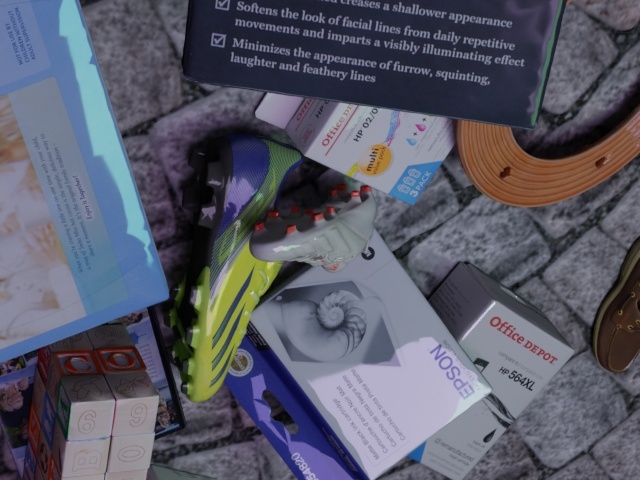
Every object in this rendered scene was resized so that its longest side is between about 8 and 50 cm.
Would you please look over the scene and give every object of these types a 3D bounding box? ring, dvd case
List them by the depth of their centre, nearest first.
[{"bbox_3d":[0.269,-0.178,1.545,0.336,0.032,0.337,-24,138,-24],"label":"ring"},{"bbox_3d":[-0.244,0.123,1.545,0.180,0.022,0.253,-20,126,-13],"label":"dvd case"}]

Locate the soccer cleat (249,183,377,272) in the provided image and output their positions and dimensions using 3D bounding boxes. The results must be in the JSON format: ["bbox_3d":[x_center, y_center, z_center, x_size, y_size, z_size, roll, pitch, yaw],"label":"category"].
[{"bbox_3d":[0.000,0.000,1.474,0.196,0.068,0.076,-25,116,-56],"label":"soccer cleat"}]

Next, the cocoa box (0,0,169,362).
[{"bbox_3d":[-0.293,-0.099,1.251,0.231,0.228,0.347,-21,126,-11],"label":"cocoa box"}]

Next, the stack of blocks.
[{"bbox_3d":[-0.228,0.252,1.511,0.087,0.171,0.297,-2,120,-25],"label":"stack of blocks"}]

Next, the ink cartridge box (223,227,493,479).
[{"bbox_3d":[0.025,0.132,1.595,0.224,0.045,0.223,-37,97,1],"label":"ink cartridge box"}]

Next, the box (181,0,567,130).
[{"bbox_3d":[0.062,-0.322,1.230,0.293,0.212,0.395,9,119,-3],"label":"box"}]

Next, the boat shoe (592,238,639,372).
[{"bbox_3d":[0.365,0.081,1.775,0.064,0.060,0.178,5,118,-27],"label":"boat shoe"}]

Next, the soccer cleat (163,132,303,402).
[{"bbox_3d":[-0.081,0.034,1.512,0.121,0.093,0.289,0,116,-24],"label":"soccer cleat"}]

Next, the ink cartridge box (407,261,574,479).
[{"bbox_3d":[0.155,0.146,1.703,0.148,0.086,0.203,31,104,-35],"label":"ink cartridge box"}]

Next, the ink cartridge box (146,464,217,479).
[{"bbox_3d":[-0.144,0.323,1.640,0.090,0.143,0.092,19,111,-32],"label":"ink cartridge box"}]

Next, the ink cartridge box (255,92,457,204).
[{"bbox_3d":[0.040,-0.117,1.498,0.181,0.061,0.104,22,108,-34],"label":"ink cartridge box"}]
